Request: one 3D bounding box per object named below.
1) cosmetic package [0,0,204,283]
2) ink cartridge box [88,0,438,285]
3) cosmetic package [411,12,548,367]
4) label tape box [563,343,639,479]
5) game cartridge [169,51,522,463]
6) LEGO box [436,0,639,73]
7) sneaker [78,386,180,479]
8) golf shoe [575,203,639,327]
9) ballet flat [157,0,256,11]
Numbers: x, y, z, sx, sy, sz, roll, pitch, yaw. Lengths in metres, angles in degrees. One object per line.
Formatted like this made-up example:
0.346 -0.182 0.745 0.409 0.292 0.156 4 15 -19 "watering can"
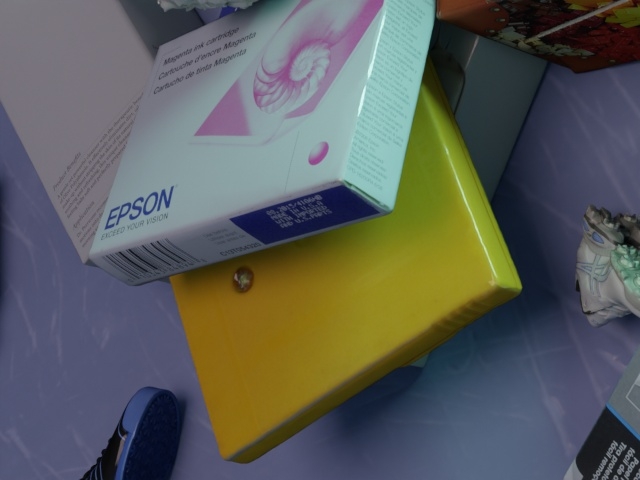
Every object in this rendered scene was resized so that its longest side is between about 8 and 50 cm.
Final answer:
-0.212 -0.155 1.705 0.197 0.155 0.365 -46 54 23 "cosmetic package"
-0.041 -0.140 1.395 0.324 0.071 0.330 -17 51 44 "ink cartridge box"
0.067 -0.057 1.472 0.160 0.113 0.309 26 99 41 "cosmetic package"
0.356 0.184 1.140 0.333 0.106 0.240 47 125 38 "label tape box"
0.000 0.000 1.414 0.324 0.053 0.285 -34 60 29 "game cartridge"
0.293 -0.424 1.283 0.372 0.193 0.500 -9 75 45 "LEGO box"
-0.217 0.255 1.668 0.090 0.081 0.232 18 94 35 "sneaker"
0.246 0.040 1.296 0.176 0.069 0.086 -97 24 -69 "golf shoe"
-0.019 -0.310 1.485 0.147 0.409 0.147 14 128 19 "ballet flat"
